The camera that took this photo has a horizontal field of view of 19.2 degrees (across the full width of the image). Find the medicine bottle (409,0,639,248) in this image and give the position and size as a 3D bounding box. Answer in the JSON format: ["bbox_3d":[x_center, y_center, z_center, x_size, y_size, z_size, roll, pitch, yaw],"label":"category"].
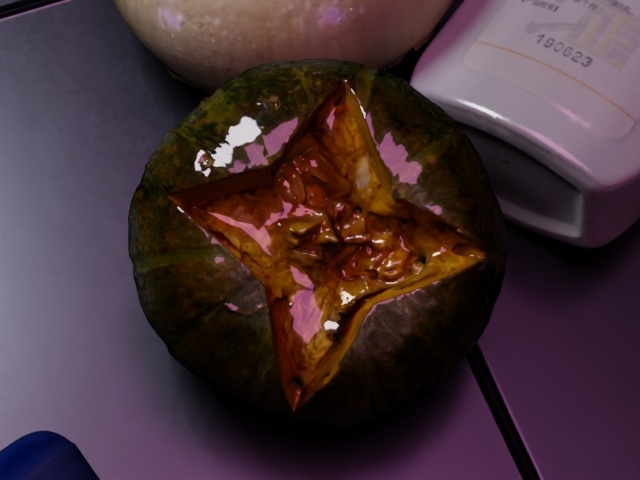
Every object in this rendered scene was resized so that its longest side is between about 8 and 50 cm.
[{"bbox_3d":[0.210,-0.158,1.307,0.179,0.124,0.324,27,66,23],"label":"medicine bottle"}]

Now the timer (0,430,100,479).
[{"bbox_3d":[-0.117,0.322,0.999,0.270,0.270,0.383,-42,88,-21],"label":"timer"}]

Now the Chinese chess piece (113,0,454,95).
[{"bbox_3d":[-0.024,-0.214,1.292,0.257,0.104,0.257,-6,52,7],"label":"Chinese chess piece"}]

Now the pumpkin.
[{"bbox_3d":[-0.001,0.000,1.191,0.238,0.159,0.238,1,85,-9],"label":"pumpkin"}]
